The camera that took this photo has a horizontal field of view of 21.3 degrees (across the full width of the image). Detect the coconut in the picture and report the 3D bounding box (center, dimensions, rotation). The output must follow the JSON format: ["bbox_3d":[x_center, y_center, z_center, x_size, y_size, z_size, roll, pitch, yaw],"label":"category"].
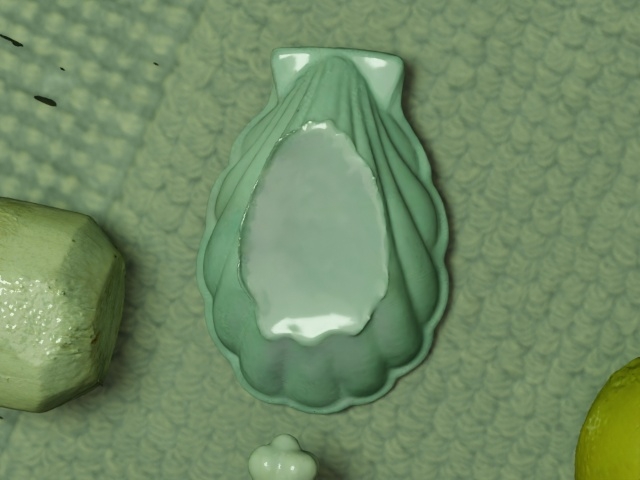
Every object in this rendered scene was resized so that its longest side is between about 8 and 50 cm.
[{"bbox_3d":[-0.236,0.048,1.285,0.162,0.161,0.161,8,97,5],"label":"coconut"}]

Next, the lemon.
[{"bbox_3d":[0.272,0.172,1.250,0.173,0.173,0.206,14,117,3],"label":"lemon"}]

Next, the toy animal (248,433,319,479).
[{"bbox_3d":[-0.067,0.339,1.263,0.180,0.181,0.363,-13,90,-36],"label":"toy animal"}]

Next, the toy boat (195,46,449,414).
[{"bbox_3d":[0.000,0.000,1.287,0.199,0.100,0.290,3,99,4],"label":"toy boat"}]
